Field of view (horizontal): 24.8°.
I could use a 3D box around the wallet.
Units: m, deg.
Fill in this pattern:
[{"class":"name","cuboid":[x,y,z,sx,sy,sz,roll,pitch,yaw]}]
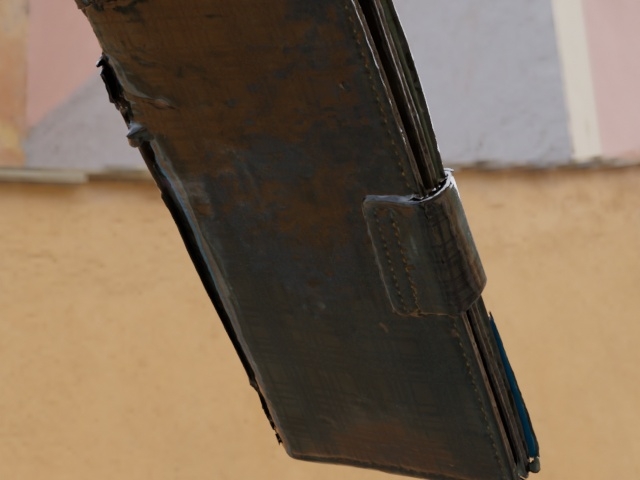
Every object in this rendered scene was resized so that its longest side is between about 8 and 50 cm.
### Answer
[{"class":"wallet","cuboid":[0.000,-0.001,0.743,0.169,0.044,0.317,1,-53,34]}]
